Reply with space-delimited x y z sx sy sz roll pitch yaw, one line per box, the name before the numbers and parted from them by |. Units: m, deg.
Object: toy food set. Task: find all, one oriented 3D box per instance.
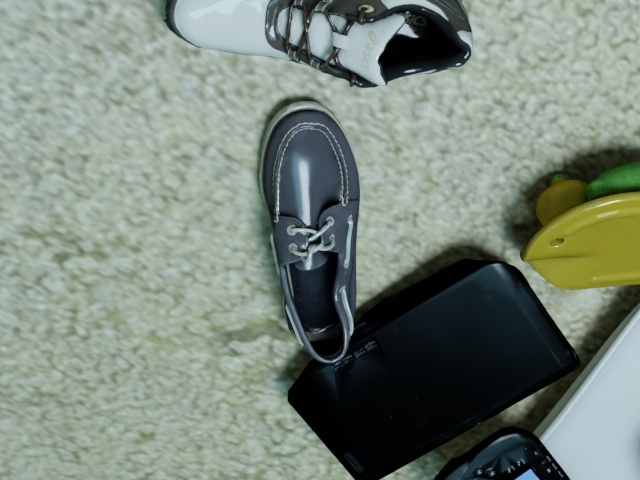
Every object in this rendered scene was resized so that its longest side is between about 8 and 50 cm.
toy food set | 0.258 -0.024 0.795 0.218 0.071 0.128 -3 147 -11

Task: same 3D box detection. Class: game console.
game console | 0.152 0.185 0.861 0.213 0.044 0.361 -33 112 14

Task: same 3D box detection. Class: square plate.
square plate | 0.329 0.218 0.974 0.344 0.049 0.347 22 114 -27

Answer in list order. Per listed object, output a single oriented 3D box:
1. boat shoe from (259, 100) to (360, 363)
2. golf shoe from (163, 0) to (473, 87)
boat shoe | 0.000 0.000 0.734 0.075 0.065 0.206 -9 124 -9
golf shoe | 0.003 -0.140 0.629 0.198 0.094 0.077 -3 124 -11
